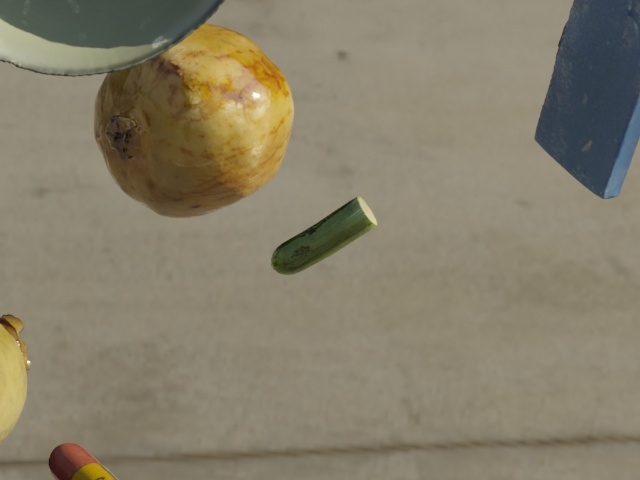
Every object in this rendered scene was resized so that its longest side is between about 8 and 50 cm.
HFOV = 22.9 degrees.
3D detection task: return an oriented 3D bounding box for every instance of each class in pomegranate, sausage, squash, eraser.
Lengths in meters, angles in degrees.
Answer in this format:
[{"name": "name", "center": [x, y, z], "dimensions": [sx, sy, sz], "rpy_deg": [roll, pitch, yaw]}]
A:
[{"name": "pomegranate", "center": [-0.150, -0.140, 1.830], "dimensions": [0.248, 0.248, 0.248], "rpy_deg": [5, 30, -3]}, {"name": "sausage", "center": [-0.121, 0.168, 0.963], "dimensions": [0.029, 0.029, 0.223], "rpy_deg": [-11, 19, -28]}, {"name": "squash", "center": [0.000, 0.000, 1.146], "dimensions": [0.083, 0.027, 0.027], "rpy_deg": [-33, 28, 14]}, {"name": "eraser", "center": [0.361, -0.206, 2.001], "dimensions": [0.042, 0.312, 0.144], "rpy_deg": [-23, 54, -30]}]

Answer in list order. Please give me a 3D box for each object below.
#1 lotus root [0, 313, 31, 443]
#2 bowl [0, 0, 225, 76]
[{"name": "lotus root", "center": [-0.328, 0.133, 1.246], "dimensions": [0.169, 0.152, 0.342], "rpy_deg": [-15, 5, 20]}, {"name": "bowl", "center": [-0.233, -0.334, 1.450], "dimensions": [0.337, 0.337, 0.157], "rpy_deg": [-4, 29, -17]}]
